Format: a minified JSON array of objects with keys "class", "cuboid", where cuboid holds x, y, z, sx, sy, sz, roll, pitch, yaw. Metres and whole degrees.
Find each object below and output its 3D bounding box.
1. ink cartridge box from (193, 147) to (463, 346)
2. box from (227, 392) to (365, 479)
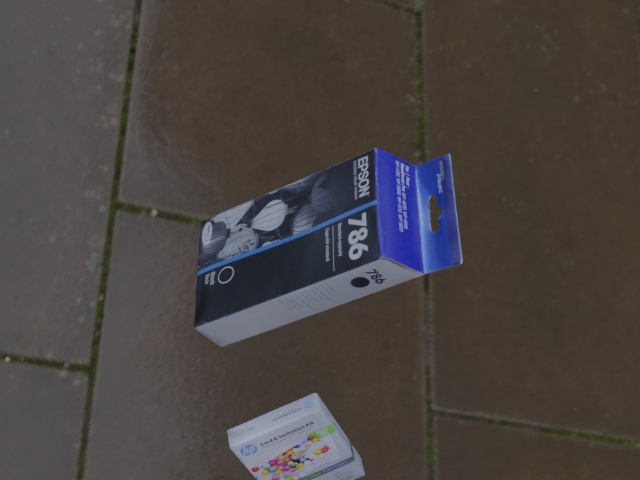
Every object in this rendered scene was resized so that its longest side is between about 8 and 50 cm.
[{"class":"ink cartridge box","cuboid":[0.000,0.000,1.191,0.065,0.332,0.165,44,34,-44]},{"class":"box","cuboid":[-0.033,0.316,1.503,0.145,0.186,0.038,-24,40,6]}]
